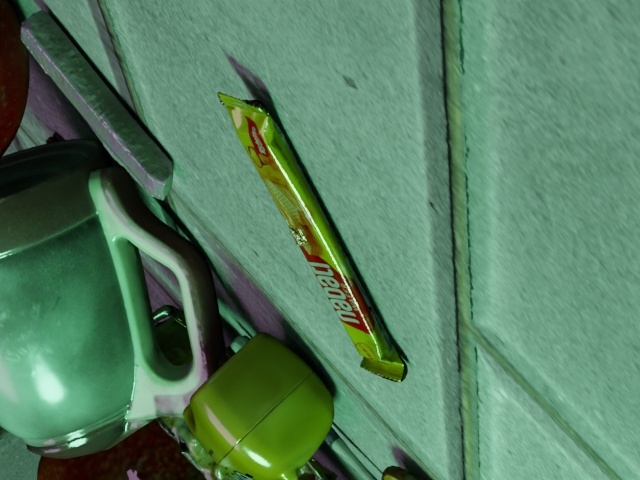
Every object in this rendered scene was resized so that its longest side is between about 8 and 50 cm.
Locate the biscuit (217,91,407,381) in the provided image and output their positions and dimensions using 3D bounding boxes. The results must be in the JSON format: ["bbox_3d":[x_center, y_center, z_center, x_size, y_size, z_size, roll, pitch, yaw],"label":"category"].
[{"bbox_3d":[0.000,0.000,1.417,0.048,0.026,0.292,13,144,40],"label":"biscuit"}]

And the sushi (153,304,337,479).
[{"bbox_3d":[-0.089,0.187,2.084,0.291,0.139,0.131,48,-173,20],"label":"sushi"}]

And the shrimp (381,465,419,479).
[{"bbox_3d":[0.111,0.272,1.776,0.124,0.034,0.178,34,155,36],"label":"shrimp"}]

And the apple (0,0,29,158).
[{"bbox_3d":[-0.411,-0.163,1.881,0.260,0.260,0.216,56,180,-17],"label":"apple"}]

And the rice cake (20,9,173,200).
[{"bbox_3d":[-0.201,-0.123,1.758,0.206,0.036,0.047,51,170,5],"label":"rice cake"}]

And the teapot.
[{"bbox_3d":[-0.246,0.069,1.980,0.315,0.233,0.312,-10,109,27],"label":"teapot"}]

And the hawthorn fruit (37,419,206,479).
[{"bbox_3d":[-0.186,0.278,2.302,0.284,0.285,0.369,55,-166,-13],"label":"hawthorn fruit"}]

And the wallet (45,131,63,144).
[{"bbox_3d":[-0.272,-0.049,2.241,0.095,0.026,0.176,48,167,28],"label":"wallet"}]

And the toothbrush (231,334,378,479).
[{"bbox_3d":[0.004,0.189,1.942,0.288,0.024,0.026,44,179,29],"label":"toothbrush"}]

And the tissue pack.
[{"bbox_3d":[-0.053,0.169,1.848,0.127,0.123,0.178,44,166,2],"label":"tissue pack"}]
